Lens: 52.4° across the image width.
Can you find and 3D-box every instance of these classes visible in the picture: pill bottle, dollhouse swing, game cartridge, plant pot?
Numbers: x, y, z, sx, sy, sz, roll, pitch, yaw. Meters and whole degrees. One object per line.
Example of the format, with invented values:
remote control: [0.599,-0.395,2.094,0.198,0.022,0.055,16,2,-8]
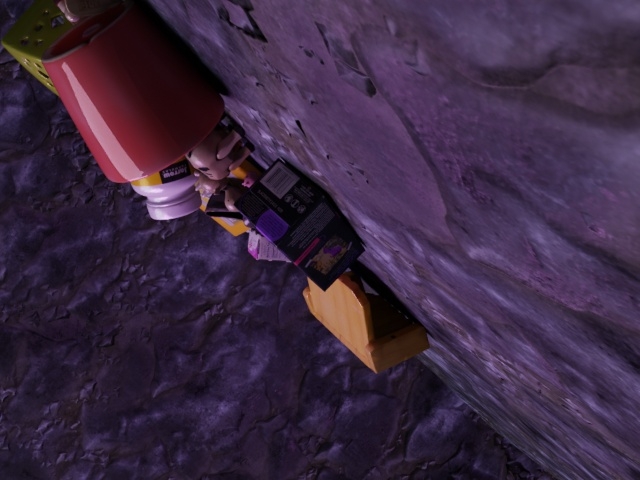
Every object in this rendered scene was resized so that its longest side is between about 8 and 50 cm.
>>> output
pill bottle: [-0.413,-0.232,1.666,0.188,0.187,0.334,35,141,60]
dollhouse swing: [0.142,0.169,2.010,0.346,0.315,0.305,38,135,43]
game cartridge: [-0.283,-0.154,1.866,0.323,0.053,0.285,38,143,-25]
plant pot: [-0.509,-0.417,1.439,0.207,0.228,0.227,31,170,31]
plant pot: [-0.353,-0.284,1.196,0.275,0.275,0.243,37,162,54]

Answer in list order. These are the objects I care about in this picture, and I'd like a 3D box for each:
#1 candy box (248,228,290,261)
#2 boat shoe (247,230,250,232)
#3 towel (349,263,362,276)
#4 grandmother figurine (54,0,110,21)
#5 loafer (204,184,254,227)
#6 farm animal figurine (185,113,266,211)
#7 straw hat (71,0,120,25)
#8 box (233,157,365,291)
candy box: [-0.069,0.016,1.757,0.233,0.071,0.159,5,-174,-15]
boat shoe: [-0.151,-0.040,2.045,0.306,0.113,0.105,39,168,-6]
towel: [0.000,0.000,2.058,0.285,0.034,0.209,39,175,42]
grandmother figurine: [-0.473,-0.497,1.159,0.342,0.104,0.208,44,143,40]
loafer: [-0.189,-0.067,1.739,0.302,0.095,0.109,21,159,37]
farm animal figurine: [-0.224,-0.167,1.546,0.330,0.172,0.327,40,175,32]
straw hat: [-0.424,-0.455,1.271,0.144,0.145,0.061,44,133,-16]
box: [-0.039,-0.028,1.418,0.165,0.143,0.270,42,176,32]
